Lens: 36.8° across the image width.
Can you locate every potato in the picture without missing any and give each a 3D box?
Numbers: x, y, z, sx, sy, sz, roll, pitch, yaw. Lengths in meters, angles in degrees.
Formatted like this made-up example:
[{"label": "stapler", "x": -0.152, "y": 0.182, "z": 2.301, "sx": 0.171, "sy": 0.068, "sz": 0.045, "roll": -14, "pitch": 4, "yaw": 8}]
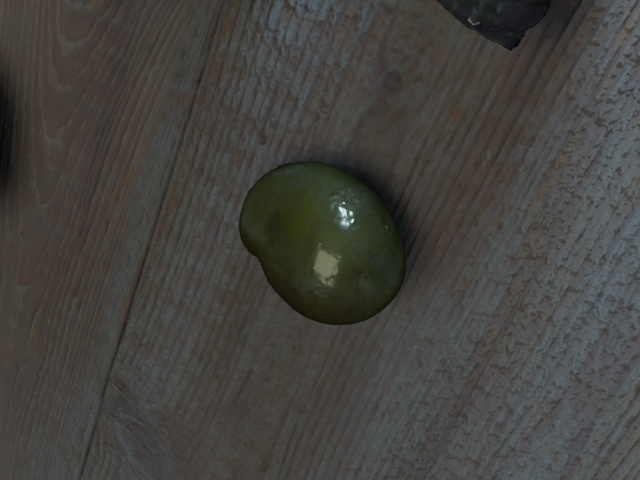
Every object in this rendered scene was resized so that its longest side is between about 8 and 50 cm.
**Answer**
[{"label": "potato", "x": 0.000, "y": 0.000, "z": 1.205, "sx": 0.235, "sy": 0.160, "sz": 0.178, "roll": 35, "pitch": 83, "yaw": 24}]

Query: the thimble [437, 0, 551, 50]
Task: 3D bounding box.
[{"label": "thimble", "x": 0.202, "y": -0.321, "z": 0.948, "sx": 0.172, "sy": 0.205, "sz": 0.236, "roll": 45, "pitch": 121, "yaw": 0}]
